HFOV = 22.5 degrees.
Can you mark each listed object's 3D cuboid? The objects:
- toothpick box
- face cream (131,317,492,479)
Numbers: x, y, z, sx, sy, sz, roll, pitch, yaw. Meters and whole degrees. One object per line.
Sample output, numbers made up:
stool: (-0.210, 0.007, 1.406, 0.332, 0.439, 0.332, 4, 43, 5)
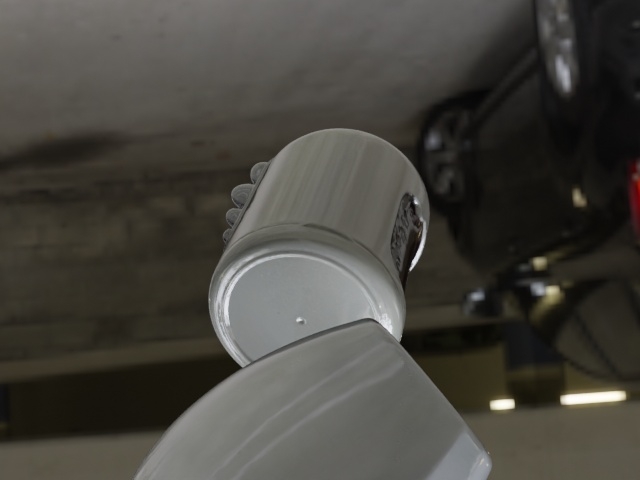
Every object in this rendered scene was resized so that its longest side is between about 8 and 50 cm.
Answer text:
toothpick box: (0.000, 0.000, 1.797, 0.229, 0.229, 0.316, -6, -150, 17)
face cream: (-0.039, 0.241, 1.415, 0.357, 0.219, 0.312, -38, -154, -2)
